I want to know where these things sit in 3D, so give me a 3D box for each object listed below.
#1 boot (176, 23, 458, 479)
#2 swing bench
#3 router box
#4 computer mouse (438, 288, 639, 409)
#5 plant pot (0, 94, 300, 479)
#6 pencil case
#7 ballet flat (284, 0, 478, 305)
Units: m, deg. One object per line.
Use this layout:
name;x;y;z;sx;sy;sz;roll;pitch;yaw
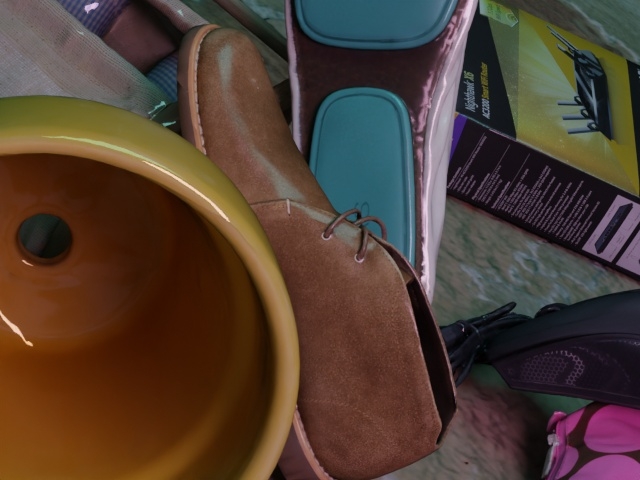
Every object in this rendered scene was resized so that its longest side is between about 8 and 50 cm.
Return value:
boot;0.000;0.000;1.054;0.112;0.115;0.305;-22;93;-64
swing bench;-0.174;-0.116;1.189;0.253;0.165;0.255;41;31;16
router box;0.211;-0.114;1.603;0.243;0.081;0.309;23;30;-10
computer mouse;0.193;0.068;1.177;0.272;0.072;0.188;4;11;32
plant pot;-0.150;0.031;0.930;0.254;0.254;0.239;21;14;-15
pencil case;0.177;0.189;1.097;0.098;0.095;0.209;28;31;2
ballet flat;0.045;-0.119;1.172;0.139;0.400;0.139;6;1;0
